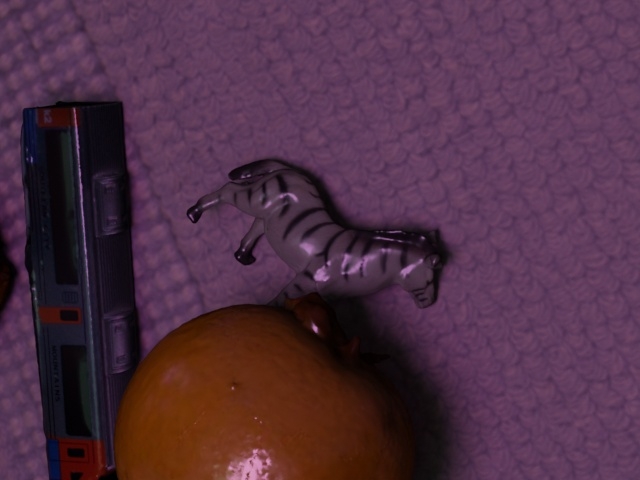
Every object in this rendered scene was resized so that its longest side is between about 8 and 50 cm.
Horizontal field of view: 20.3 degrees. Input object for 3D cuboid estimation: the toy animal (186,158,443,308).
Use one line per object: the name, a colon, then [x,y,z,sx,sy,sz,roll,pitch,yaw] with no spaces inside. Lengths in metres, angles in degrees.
toy animal: [-0.002,0.001,1.631,0.176,0.073,0.217,-43,73,19]

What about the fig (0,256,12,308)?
fig: [-0.404,0.030,1.778,0.205,0.205,0.205,4,99,26]

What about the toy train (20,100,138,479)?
toy train: [-0.226,0.069,1.741,0.089,0.086,0.409,-1,97,25]

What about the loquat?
loquat: [-0.044,0.177,1.558,0.275,0.275,0.275,4,99,26]
